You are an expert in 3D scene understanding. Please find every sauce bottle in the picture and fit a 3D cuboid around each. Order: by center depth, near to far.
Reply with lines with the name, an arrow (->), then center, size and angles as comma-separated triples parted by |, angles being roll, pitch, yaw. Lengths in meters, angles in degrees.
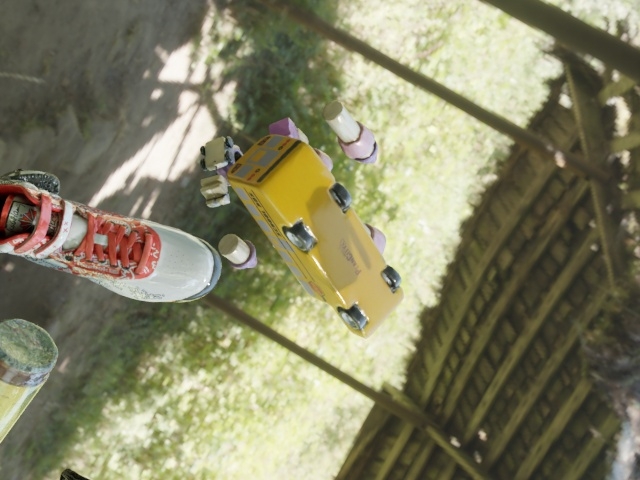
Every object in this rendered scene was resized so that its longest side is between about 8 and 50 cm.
sauce bottle -> -0.516, 0.266, 1.293 | 0.344, 0.111, 0.111 | -52, -179, 21

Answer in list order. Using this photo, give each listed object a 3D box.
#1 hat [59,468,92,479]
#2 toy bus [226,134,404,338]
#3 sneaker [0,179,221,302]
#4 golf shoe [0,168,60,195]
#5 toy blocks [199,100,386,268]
hat -> -0.258, 0.460, 1.236 | 0.134, 0.331, 0.331 | -15, 147, -39
toy bus -> 0.000, 0.000, 1.335 | 0.108, 0.333, 0.130 | -47, -144, -20
sneaker -> -0.253, 0.004, 0.953 | 0.145, 0.270, 0.090 | 36, 70, -75
golf shoe -> -0.513, -0.096, 1.493 | 0.198, 0.077, 0.094 | -13, -143, 31
toy blocks -> -0.026, -0.055, 1.620 | 0.260, 0.309, 0.288 | 42, 38, -54
